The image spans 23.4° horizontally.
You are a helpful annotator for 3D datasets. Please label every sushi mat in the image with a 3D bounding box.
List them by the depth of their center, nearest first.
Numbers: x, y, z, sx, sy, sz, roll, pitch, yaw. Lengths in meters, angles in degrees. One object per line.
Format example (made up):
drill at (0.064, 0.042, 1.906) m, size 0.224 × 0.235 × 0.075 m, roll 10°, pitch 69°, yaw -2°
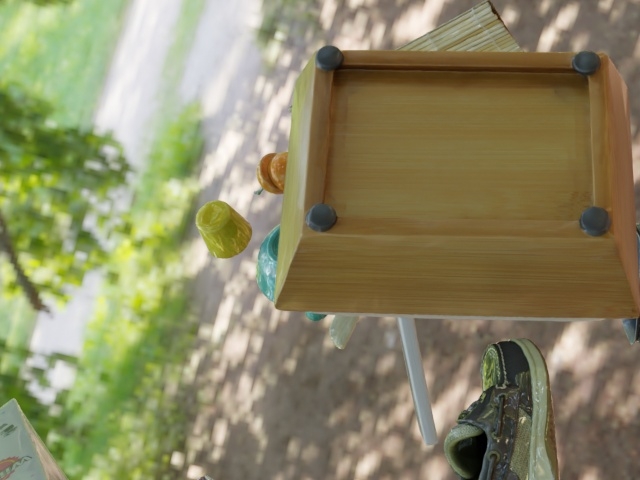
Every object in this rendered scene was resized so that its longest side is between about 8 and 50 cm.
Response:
sushi mat at (0.119, -0.169, 1.890) m, size 0.317 × 0.151 × 0.019 m, roll -25°, pitch 31°, yaw 33°

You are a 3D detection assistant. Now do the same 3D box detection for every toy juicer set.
toy juicer set at (0.000, 0.000, 2.057) m, size 0.209 × 0.089 × 0.329 m, roll -46°, pitch 52°, yaw -10°

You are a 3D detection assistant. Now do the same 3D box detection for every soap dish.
soap dish at (0.112, -0.051, 1.257) m, size 0.118 × 0.291 × 0.228 m, roll 82°, pitch -169°, yaw -57°

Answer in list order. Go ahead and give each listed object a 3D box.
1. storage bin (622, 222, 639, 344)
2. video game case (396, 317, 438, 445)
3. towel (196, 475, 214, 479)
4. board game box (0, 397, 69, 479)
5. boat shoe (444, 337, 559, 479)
storage bin at (0.404, 0.048, 1.797) m, size 0.098 × 0.091 × 0.135 m, roll -90°, pitch 0°, yaw -69°
video game case at (0.113, 0.158, 1.833) m, size 0.143 × 0.019 × 0.157 m, roll 22°, pitch -124°, yaw -89°
towel at (-0.045, 0.462, 2.164) m, size 0.037 × 0.237 × 0.329 m, roll -42°, pitch 30°, yaw -15°
board game box at (-0.203, 0.271, 1.212) m, size 0.097 × 0.224 × 0.303 m, roll -34°, pitch 16°, yaw -9°
boat shoe at (0.125, 0.146, 1.097) m, size 0.223 × 0.073 × 0.080 m, roll -90°, pitch 7°, yaw -53°
